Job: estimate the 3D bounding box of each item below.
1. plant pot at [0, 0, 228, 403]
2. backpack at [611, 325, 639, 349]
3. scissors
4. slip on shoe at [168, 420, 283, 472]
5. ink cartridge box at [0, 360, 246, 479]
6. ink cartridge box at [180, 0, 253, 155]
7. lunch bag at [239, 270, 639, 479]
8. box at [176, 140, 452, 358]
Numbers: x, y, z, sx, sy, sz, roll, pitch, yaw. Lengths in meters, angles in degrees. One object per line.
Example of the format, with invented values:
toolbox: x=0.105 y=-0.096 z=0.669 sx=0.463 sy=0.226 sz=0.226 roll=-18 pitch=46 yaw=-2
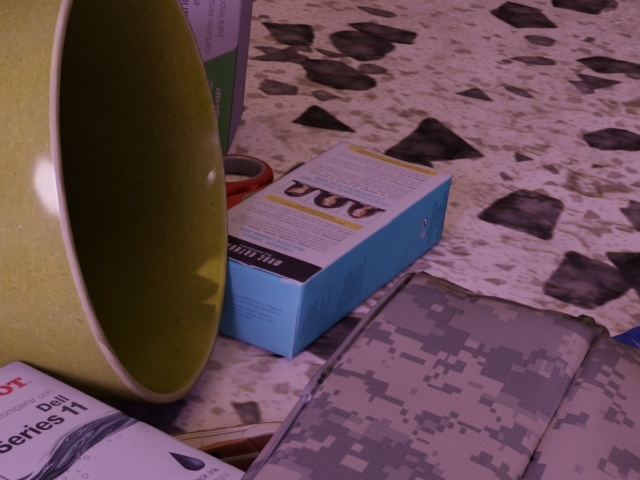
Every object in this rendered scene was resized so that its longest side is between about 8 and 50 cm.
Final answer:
plant pot: x=-0.239 y=-0.027 z=1.002 sx=0.293 sy=0.275 sz=0.275 roll=-5 pitch=23 yaw=15
backpack: x=0.201 y=0.125 z=0.957 sx=0.101 sy=0.098 sz=0.120 roll=-21 pitch=49 yaw=-29
scissors: x=-0.107 y=-0.016 z=1.245 sx=0.109 sy=0.021 sz=0.297 roll=24 pitch=29 yaw=28
slip on shoe: x=-0.053 y=0.128 z=0.938 sx=0.135 sy=0.051 sz=0.041 roll=-8 pitch=17 yaw=-16
ink cartridge box: x=-0.131 y=0.154 z=0.812 sx=0.208 sy=0.087 sz=0.153 roll=21 pitch=28 yaw=28
ink cartridge box: x=-0.200 y=-0.196 z=1.384 sx=0.278 sy=0.201 sz=0.117 roll=8 pitch=25 yaw=2
lunch bag: x=0.095 y=0.179 z=0.677 sx=0.256 sy=0.213 sz=0.305 roll=15 pitch=28 yaw=18
box: x=0.000 y=0.000 z=1.195 sx=0.100 sy=0.060 sz=0.244 roll=19 pitch=28 yaw=23
